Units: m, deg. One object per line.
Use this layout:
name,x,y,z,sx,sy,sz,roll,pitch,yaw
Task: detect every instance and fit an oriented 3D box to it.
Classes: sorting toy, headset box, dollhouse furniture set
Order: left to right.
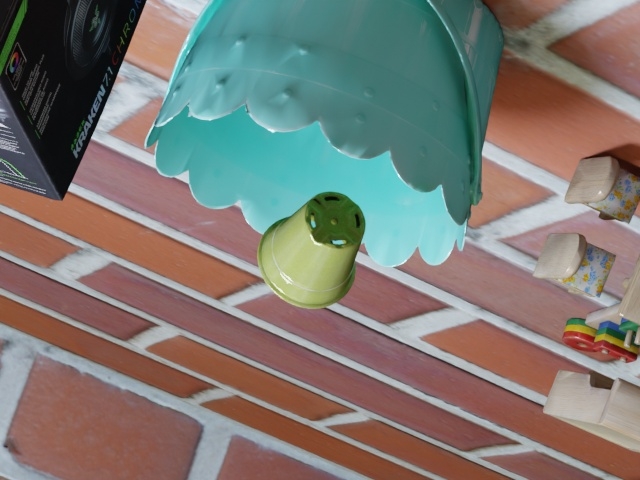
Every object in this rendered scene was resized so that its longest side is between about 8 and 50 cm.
headset box,-0.239,-0.204,1.440,0.131,0.246,0.283,16,161,10
sorting toy,0.379,0.114,2.079,0.132,0.046,0.274,24,161,-15
dollhouse furniture set,0.310,0.065,1.669,0.212,0.242,0.161,23,174,-12

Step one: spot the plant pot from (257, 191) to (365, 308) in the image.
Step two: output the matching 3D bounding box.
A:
plant pot,0.000,0.000,1.494,0.083,0.083,0.079,21,149,-7

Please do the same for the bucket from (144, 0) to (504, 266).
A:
bucket,0.012,-0.116,1.548,0.281,0.183,0.281,16,162,5
